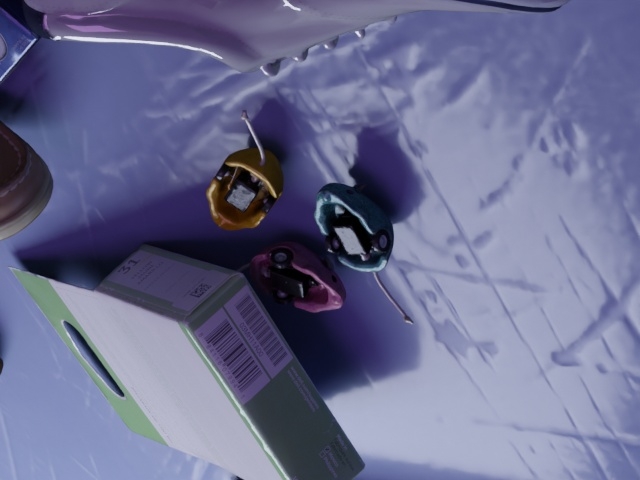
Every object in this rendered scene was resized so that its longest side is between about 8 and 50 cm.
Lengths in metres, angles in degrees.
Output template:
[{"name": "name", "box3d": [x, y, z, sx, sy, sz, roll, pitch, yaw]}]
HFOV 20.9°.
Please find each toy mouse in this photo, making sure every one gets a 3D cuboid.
[{"name": "toy mouse", "box3d": [0.000, 0.000, 1.016, 0.143, 0.031, 0.161, 31, 142, 2]}]

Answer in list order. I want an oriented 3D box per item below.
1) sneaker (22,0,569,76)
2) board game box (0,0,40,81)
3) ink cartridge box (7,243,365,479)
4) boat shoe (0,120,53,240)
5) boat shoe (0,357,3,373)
[{"name": "sneaker", "box3d": [-0.009, -0.123, 0.781, 0.258, 0.094, 0.091, 5, 130, -13]}, {"name": "board game box", "box3d": [-0.170, -0.110, 0.908, 0.042, 0.165, 0.243, 41, 141, -11]}, {"name": "ink cartridge box", "box3d": [-0.092, 0.080, 1.149, 0.235, 0.056, 0.171, 16, 144, 54]}, {"name": "boat shoe", "box3d": [-0.301, -0.093, 1.064, 0.302, 0.109, 0.098, 27, 143, 16]}, {"name": "boat shoe", "box3d": [-0.301, 0.113, 1.319, 0.072, 0.068, 0.190, 48, 141, -1]}]
